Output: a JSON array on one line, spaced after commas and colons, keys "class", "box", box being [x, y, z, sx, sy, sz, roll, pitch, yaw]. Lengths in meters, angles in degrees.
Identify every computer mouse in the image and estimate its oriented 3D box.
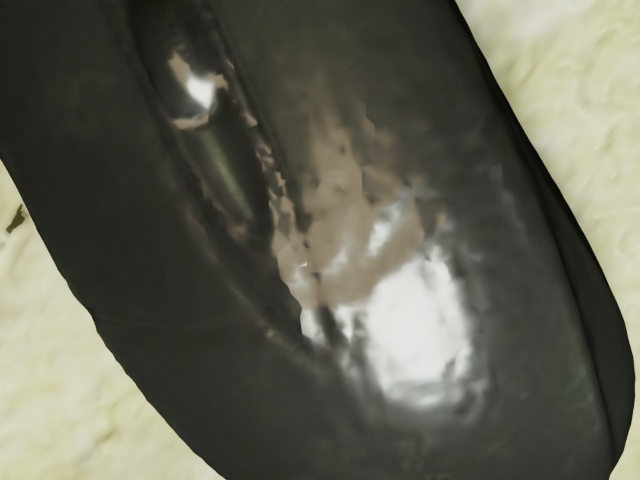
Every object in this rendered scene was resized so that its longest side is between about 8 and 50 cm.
[{"class": "computer mouse", "box": [0.000, 0.000, 0.500, 0.138, 0.086, 0.269, -27, 108, 15]}]
